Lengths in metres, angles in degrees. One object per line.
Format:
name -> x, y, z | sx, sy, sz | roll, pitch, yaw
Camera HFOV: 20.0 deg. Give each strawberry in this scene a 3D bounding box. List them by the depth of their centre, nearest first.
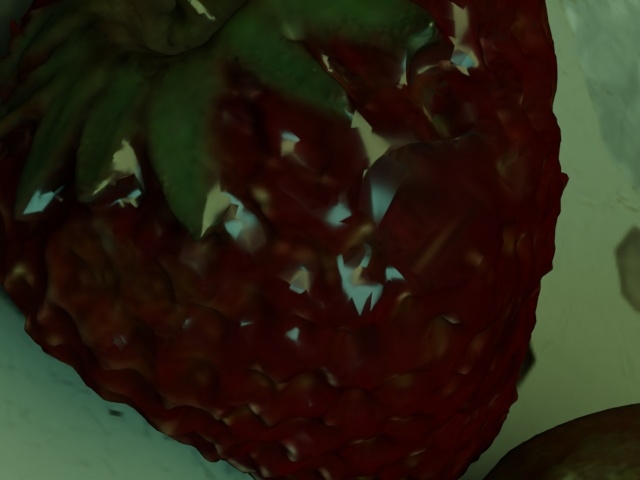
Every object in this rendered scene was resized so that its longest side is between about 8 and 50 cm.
strawberry -> 0.000, 0.000, 0.630 | 0.205, 0.205, 0.244 | -59, 141, -28

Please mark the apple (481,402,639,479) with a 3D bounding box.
apple -> 0.169, 0.215, 0.665 | 0.302, 0.301, 0.301 | 6, 81, -38
